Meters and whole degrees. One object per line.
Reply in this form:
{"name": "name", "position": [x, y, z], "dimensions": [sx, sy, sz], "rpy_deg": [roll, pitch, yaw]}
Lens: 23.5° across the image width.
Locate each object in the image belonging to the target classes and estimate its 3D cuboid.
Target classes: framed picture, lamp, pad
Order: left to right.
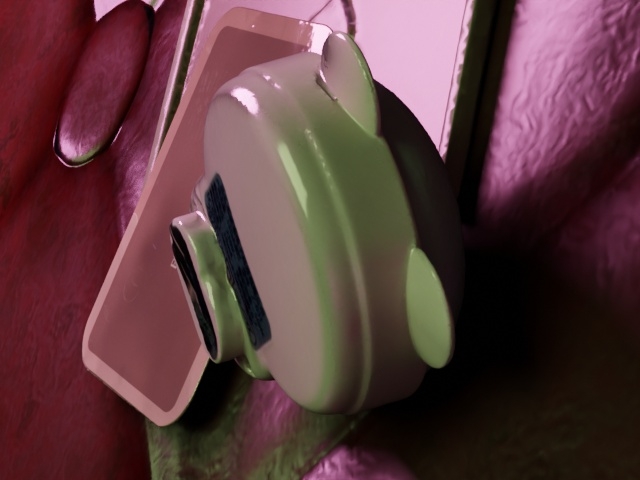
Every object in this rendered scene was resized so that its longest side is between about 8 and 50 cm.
{"name": "pad", "position": [-0.077, -0.022, 0.986], "dimensions": [0.176, 0.002, 0.266], "rpy_deg": [25, 92, 58]}
{"name": "framed picture", "position": [-0.006, -0.119, 0.963], "dimensions": [0.335, 0.022, 0.247], "rpy_deg": [-11, 62, 53]}
{"name": "lamp", "position": [0.002, 0.000, 0.787], "dimensions": [0.246, 0.107, 0.180], "rpy_deg": [148, 108, -66]}
